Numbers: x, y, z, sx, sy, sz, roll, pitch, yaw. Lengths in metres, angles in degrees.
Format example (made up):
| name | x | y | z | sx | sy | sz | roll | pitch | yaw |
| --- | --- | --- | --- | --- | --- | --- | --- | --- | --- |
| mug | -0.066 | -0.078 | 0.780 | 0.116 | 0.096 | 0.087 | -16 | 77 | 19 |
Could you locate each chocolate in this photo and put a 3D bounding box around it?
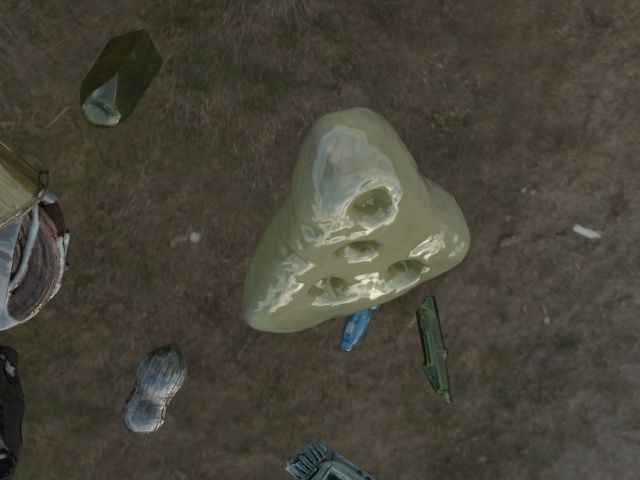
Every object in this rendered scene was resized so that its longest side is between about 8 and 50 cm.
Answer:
| name | x | y | z | sx | sy | sz | roll | pitch | yaw |
| --- | --- | --- | --- | --- | --- | --- | --- | --- | --- |
| chocolate | -0.374 | 0.337 | 1.816 | 0.110 | 0.110 | 0.248 | 19 | 115 | -12 |

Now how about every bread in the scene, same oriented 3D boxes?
| name | x | y | z | sx | sy | sz | roll | pitch | yaw |
| --- | --- | --- | --- | --- | --- | --- | --- | --- | --- |
| bread | -0.396 | 0.000 | 0.929 | 0.224 | 0.142 | 0.212 | -31 | 121 | -2 |

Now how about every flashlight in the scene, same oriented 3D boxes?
| name | x | y | z | sx | sy | sz | roll | pitch | yaw |
| --- | --- | --- | --- | --- | --- | --- | --- | --- | --- |
| flashlight | 0.074 | 0.148 | 1.522 | 0.051 | 0.051 | 0.129 | 28 | 79 | -15 |

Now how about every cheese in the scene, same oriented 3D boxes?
| name | x | y | z | sx | sy | sz | roll | pitch | yaw |
| --- | --- | --- | --- | --- | --- | --- | --- | --- | --- |
| cheese | 0.000 | 0.000 | 1.056 | 0.328 | 0.129 | 0.351 | -31 | 147 | 16 |

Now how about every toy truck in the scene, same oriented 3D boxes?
| name | x | y | z | sx | sy | sz | roll | pitch | yaw |
| --- | --- | --- | --- | --- | --- | --- | --- | --- | --- |
| toy truck | 0.073 | 0.472 | 1.321 | 0.338 | 0.184 | 0.133 | 34 | 122 | 3 |

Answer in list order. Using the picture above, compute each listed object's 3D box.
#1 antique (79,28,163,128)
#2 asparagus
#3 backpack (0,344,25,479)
| name | x | y | z | sx | sy | sz | roll | pitch | yaw |
| --- | --- | --- | --- | --- | --- | --- | --- | --- | --- |
| antique | -0.373 | -0.297 | 1.498 | 0.081 | 0.221 | 0.080 | -11 | 130 | 22 |
| asparagus | 0.111 | 0.108 | 0.784 | 0.025 | 0.021 | 0.108 | -6 | 83 | -34 |
| backpack | -0.615 | 0.220 | 1.026 | 0.446 | 0.255 | 0.363 | 16 | 137 | -25 |
